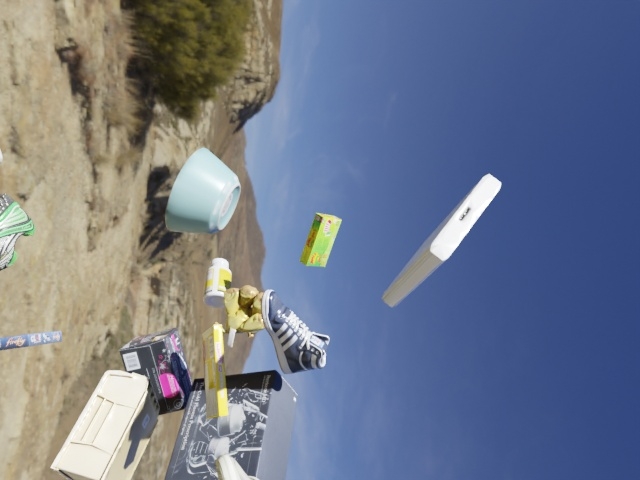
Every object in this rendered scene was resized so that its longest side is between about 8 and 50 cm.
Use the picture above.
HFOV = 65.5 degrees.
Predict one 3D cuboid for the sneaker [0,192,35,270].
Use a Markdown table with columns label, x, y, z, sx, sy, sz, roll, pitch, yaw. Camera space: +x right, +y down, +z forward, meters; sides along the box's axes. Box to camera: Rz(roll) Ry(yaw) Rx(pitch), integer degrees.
| label | x | y | z | sx | sy | sz | roll | pitch | yaw |
| --- | --- | --- | --- | --- | --- | --- | --- | --- | --- |
| sneaker | -0.849 | 0.046 | 1.236 | 0.134 | 0.146 | 0.343 | -5 | -134 | 40 |

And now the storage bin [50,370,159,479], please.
| label | x | y | z | sx | sy | sz | roll | pitch | yaw |
| --- | --- | --- | --- | --- | --- | --- | --- | --- | --- |
| storage bin | -0.535 | 0.504 | 1.295 | 0.262 | 0.123 | 0.260 | 104 | 4 | -53 |

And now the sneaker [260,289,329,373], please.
| label | x | y | z | sx | sy | sz | roll | pitch | yaw |
| --- | --- | --- | --- | --- | --- | --- | --- | --- | --- |
| sneaker | -0.068 | 0.264 | 1.457 | 0.099 | 0.153 | 0.282 | -55 | 133 | -60 |

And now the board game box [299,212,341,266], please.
| label | x | y | z | sx | sy | sz | roll | pitch | yaw |
| --- | --- | --- | --- | --- | --- | --- | --- | --- | --- |
| board game box | 0.000 | 0.000 | 1.729 | 0.043 | 0.092 | 0.181 | 31 | -73 | 43 |

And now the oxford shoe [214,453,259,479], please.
| label | x | y | z | sx | sy | sz | roll | pitch | yaw |
| --- | --- | --- | --- | --- | --- | --- | --- | --- | --- |
| oxford shoe | -0.145 | 0.662 | 1.215 | 0.169 | 0.130 | 0.449 | 48 | -21 | 56 |

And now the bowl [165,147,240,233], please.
| label | x | y | z | sx | sy | sz | roll | pitch | yaw |
| --- | --- | --- | --- | --- | --- | --- | --- | --- | --- |
| bowl | -0.388 | -0.145 | 1.729 | 0.311 | 0.163 | 0.311 | 24 | 90 | -88 |

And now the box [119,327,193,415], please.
| label | x | y | z | sx | sy | sz | roll | pitch | yaw |
| --- | --- | --- | --- | --- | --- | --- | --- | --- | --- |
| box | -0.544 | 0.442 | 1.673 | 0.142 | 0.163 | 0.247 | -72 | 148 | -83 |

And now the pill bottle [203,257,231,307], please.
| label | x | y | z | sx | sy | sz | roll | pitch | yaw |
| --- | --- | --- | --- | --- | --- | --- | --- | --- | --- |
| pill bottle | -0.401 | 0.163 | 1.947 | 0.103 | 0.103 | 0.184 | 109 | -17 | -47 |

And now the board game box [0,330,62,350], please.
| label | x | y | z | sx | sy | sz | roll | pitch | yaw |
| --- | --- | --- | --- | --- | --- | --- | --- | --- | --- |
| board game box | -1.033 | 0.350 | 1.725 | 0.243 | 0.165 | 0.042 | 120 | -38 | -81 |

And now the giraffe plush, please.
| label | x | y | z | sx | sy | sz | roll | pitch | yaw |
| --- | --- | --- | --- | --- | --- | --- | --- | --- | --- |
| giraffe plush | -0.244 | 0.268 | 1.722 | 0.210 | 0.181 | 0.170 | -65 | 160 | -4 |

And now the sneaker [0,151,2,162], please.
| label | x | y | z | sx | sy | sz | roll | pitch | yaw |
| --- | --- | --- | --- | --- | --- | --- | --- | --- | --- |
| sneaker | -0.520 | -0.144 | 0.676 | 0.240 | 0.126 | 0.091 | 25 | -57 | 47 |

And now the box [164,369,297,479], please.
| label | x | y | z | sx | sy | sz | roll | pitch | yaw |
| --- | --- | --- | --- | --- | --- | --- | --- | --- | --- |
| box | -0.266 | 0.607 | 1.550 | 0.343 | 0.312 | 0.179 | -83 | 154 | -43 |

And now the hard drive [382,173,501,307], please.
| label | x | y | z | sx | sy | sz | roll | pitch | yaw |
| --- | --- | --- | --- | --- | --- | --- | --- | --- | --- |
| hard drive | 0.232 | 0.014 | 1.002 | 0.203 | 0.040 | 0.307 | -48 | 172 | -22 |

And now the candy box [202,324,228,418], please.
| label | x | y | z | sx | sy | sz | roll | pitch | yaw |
| --- | --- | --- | --- | --- | --- | --- | --- | --- | --- |
| candy box | -0.250 | 0.310 | 1.175 | 0.105 | 0.027 | 0.206 | -39 | -126 | 57 |
